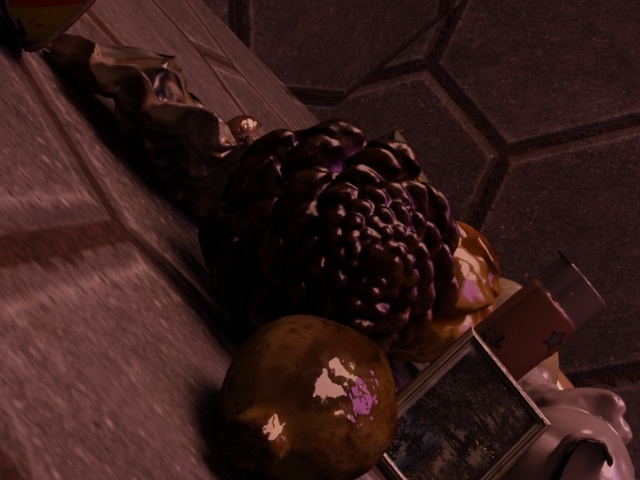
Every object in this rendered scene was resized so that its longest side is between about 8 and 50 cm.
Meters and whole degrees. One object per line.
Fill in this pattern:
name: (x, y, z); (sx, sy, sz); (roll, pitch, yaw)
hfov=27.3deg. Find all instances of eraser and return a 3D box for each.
eraser: (0.191, 0.137, 1.516); (0.087, 0.290, 0.171); (51, 7, 8)

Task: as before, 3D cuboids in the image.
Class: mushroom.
mushroom: (-0.080, -0.100, 2.006); (0.209, 0.071, 0.084); (52, -23, -16)

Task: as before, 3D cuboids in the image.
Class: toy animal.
toy animal: (0.248, 0.266, 1.566); (0.194, 0.258, 0.357); (46, -3, -23)

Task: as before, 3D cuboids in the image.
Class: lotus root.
lotus root: (-0.012, 0.126, 0.987); (0.138, 0.138, 0.214); (51, 18, 2)

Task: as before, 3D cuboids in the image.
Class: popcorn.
popcorn: (0.121, 0.063, 1.878); (0.332, 0.225, 0.265); (22, 8, -28)

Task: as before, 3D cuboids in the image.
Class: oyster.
oyster: (-0.144, -0.108, 1.452); (0.238, 0.115, 0.351); (45, -4, 41)

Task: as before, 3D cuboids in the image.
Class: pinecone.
pinecone: (0.000, 0.000, 1.255); (0.244, 0.244, 0.309); (49, -1, -16)

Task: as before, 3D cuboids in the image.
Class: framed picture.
framed picture: (0.144, 0.202, 1.395); (0.142, 0.183, 0.011); (51, -21, -2)

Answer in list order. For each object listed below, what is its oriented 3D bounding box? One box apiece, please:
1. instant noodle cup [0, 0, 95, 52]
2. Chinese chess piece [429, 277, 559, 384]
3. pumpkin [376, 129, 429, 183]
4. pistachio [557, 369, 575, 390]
instant noodle cup: (-0.288, -0.314, 1.263); (0.174, 0.213, 0.213); (37, 12, -27)
Chinese chess piece: (0.269, 0.180, 2.068); (0.101, 0.250, 0.250); (-6, 41, -27)
pumpkin: (0.111, -0.035, 2.388); (0.293, 0.197, 0.263); (54, 15, -45)
pistachio: (0.337, 0.284, 2.251); (0.299, 0.187, 0.187); (46, 5, 13)
